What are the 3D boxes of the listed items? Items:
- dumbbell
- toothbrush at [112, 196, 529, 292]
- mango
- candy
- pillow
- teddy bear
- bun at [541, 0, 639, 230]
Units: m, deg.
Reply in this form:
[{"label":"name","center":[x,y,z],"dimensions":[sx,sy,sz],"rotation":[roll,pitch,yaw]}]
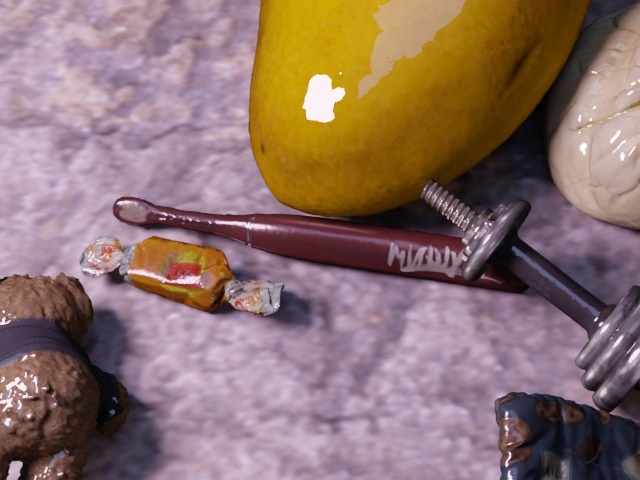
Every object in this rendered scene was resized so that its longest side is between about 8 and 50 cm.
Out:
[{"label":"dumbbell","center":[0.184,0.034,1.125],"dimensions":[0.254,0.110,0.110],"rotation":[39,67,11]},{"label":"toothbrush","center":[0.000,0.000,1.209],"dimensions":[0.363,0.041,0.041],"rotation":[8,59,6]},{"label":"mango","center":[0.076,-0.216,1.237],"dimensions":[0.301,0.220,0.445],"rotation":[24,68,18]},{"label":"candy","center":[-0.113,0.030,1.191],"dimensions":[0.182,0.046,0.053],"rotation":[14,63,15]},{"label":"pillow","center":[0.206,0.238,1.019],"dimensions":[0.188,0.034,0.256],"rotation":[15,57,-25]},{"label":"teddy bear","center":[-0.224,0.125,1.080],"dimensions":[0.182,0.129,0.251],"rotation":[24,50,-35]},{"label":"bun","center":[0.302,-0.117,1.216],"dimensions":[0.229,0.145,0.229],"rotation":[0,62,1]}]
